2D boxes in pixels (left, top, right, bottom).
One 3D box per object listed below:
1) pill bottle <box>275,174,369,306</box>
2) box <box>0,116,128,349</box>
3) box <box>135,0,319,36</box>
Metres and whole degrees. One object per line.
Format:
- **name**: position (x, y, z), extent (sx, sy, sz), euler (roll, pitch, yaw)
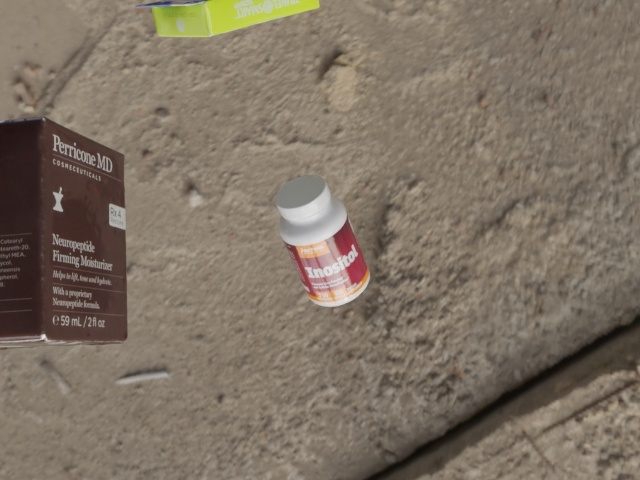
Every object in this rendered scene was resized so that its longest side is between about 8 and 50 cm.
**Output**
- **pill bottle**: position (0.000, 0.000, 1.053), extent (0.086, 0.086, 0.152), euler (-7, 128, 23)
- **box**: position (-0.301, 0.003, 0.850), extent (0.166, 0.168, 0.203), euler (-4, 83, 13)
- **box**: position (-0.102, -0.261, 0.967), extent (0.109, 0.178, 0.043), euler (14, 121, 47)
